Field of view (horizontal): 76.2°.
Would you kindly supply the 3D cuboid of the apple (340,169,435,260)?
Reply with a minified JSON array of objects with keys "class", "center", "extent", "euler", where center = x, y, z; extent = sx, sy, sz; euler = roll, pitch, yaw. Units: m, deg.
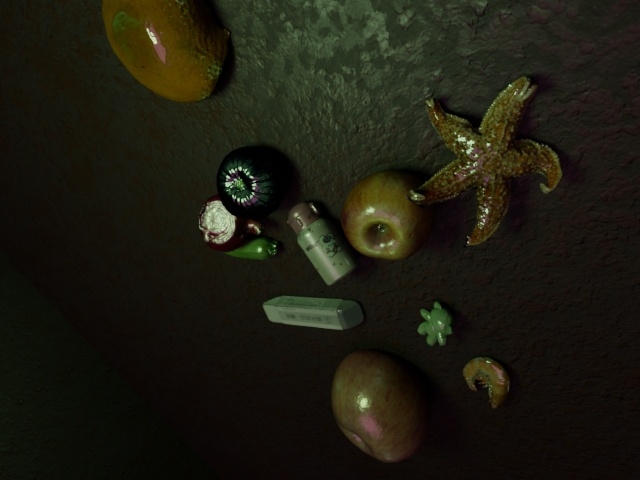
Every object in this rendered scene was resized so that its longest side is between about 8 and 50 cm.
[{"class":"apple","center":[0.156,-0.056,0.940],"extent":[0.211,0.188,0.211],"euler":[14,130,17]}]

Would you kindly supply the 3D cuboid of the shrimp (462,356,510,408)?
[{"class":"shrimp","center":[0.486,0.410,1.187],"extent":[0.132,0.052,0.187],"euler":[15,125,44]}]

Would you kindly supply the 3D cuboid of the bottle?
[{"class":"bottle","center":[0.000,0.000,1.112],"extent":[0.110,0.110,0.233],"euler":[-35,88,41]}]

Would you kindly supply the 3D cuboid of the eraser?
[{"class":"eraser","center":[-0.029,0.234,1.337],"extent":[0.352,0.061,0.089],"euler":[-2,121,31]}]

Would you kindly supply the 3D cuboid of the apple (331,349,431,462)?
[{"class":"apple","center":[0.178,0.529,1.289],"extent":[0.345,0.269,0.344],"euler":[16,130,20]}]

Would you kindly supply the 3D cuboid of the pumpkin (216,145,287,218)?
[{"class":"pumpkin","center":[-0.184,-0.154,1.095],"extent":[0.202,0.140,0.202],"euler":[5,103,21]}]

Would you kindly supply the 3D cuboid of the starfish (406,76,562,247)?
[{"class":"starfish","center":[0.309,-0.157,0.810],"extent":[0.303,0.113,0.312],"euler":[-32,96,15]}]

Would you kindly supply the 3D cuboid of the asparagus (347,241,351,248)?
[{"class":"asparagus","center":[0.074,0.028,1.157],"extent":[0.023,0.022,0.233],"euler":[10,133,-19]}]

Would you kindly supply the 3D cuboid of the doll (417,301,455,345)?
[{"class":"doll","center":[0.326,0.237,1.141],"extent":[0.115,0.077,0.150],"euler":[65,152,27]}]

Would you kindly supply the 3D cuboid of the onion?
[{"class":"onion","center":[-0.252,-0.051,1.219],"extent":[0.198,0.135,0.173],"euler":[9,106,6]}]

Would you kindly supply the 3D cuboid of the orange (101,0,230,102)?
[{"class":"orange","center":[-0.383,-0.484,0.966],"extent":[0.262,0.196,0.334],"euler":[7,133,42]}]

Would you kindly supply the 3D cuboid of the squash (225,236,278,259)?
[{"class":"squash","center":[-0.230,0.021,1.289],"extent":[0.219,0.077,0.068],"euler":[3,131,26]}]
